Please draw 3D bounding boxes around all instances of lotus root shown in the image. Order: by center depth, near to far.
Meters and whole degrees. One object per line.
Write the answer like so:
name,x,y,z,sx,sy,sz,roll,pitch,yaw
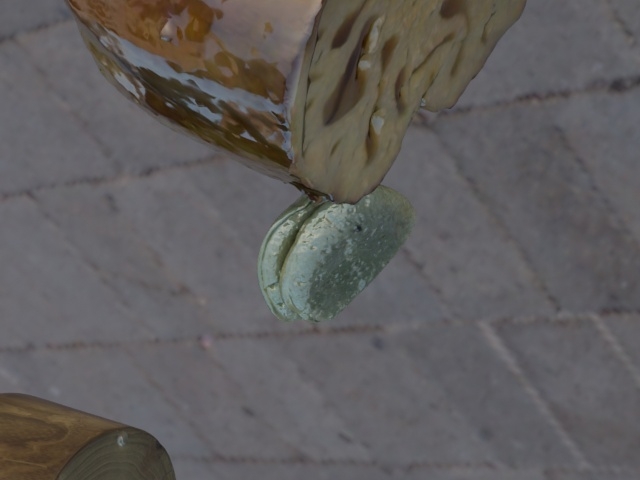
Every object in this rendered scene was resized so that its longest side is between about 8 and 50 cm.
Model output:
lotus root,-0.008,-0.177,1.052,0.250,0.316,0.316,21,147,26

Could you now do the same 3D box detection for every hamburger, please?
hamburger,0.002,0.002,1.162,0.054,0.121,0.084,39,179,33

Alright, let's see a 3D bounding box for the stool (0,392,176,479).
stool,-0.267,0.202,1.347,0.264,0.179,0.179,12,142,33
